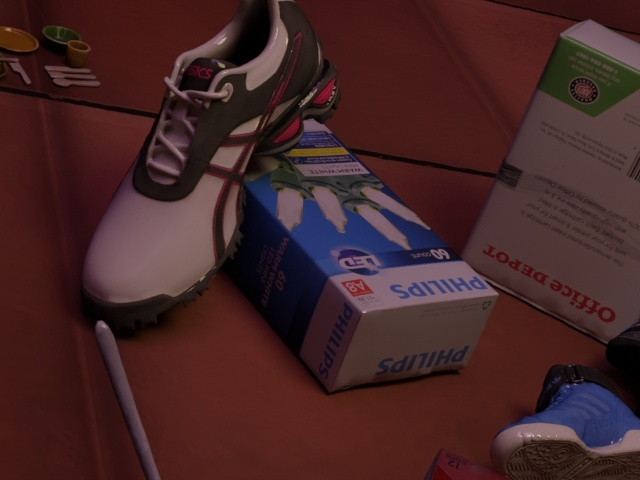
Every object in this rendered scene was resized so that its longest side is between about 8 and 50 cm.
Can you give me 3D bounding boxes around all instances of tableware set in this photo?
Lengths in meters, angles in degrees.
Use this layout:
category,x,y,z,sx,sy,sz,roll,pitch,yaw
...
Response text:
category,x,y,z,sx,sy,sz,roll,pitch,yaw
tableware set,-0.276,-0.174,1.241,0.154,0.024,0.104,-1,35,-33

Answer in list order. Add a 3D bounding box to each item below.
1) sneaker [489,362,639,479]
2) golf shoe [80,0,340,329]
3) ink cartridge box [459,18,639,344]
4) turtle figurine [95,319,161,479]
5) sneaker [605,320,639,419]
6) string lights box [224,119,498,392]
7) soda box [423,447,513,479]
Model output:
category,x,y,z,sx,sy,sz,roll,pitch,yaw
sneaker,0.164,0.127,0.973,0.152,0.058,0.084,5,38,-34
golf shoe,-0.093,-0.066,0.981,0.105,0.120,0.273,19,62,28
ink cartridge box,0.235,-0.047,1.156,0.160,0.219,0.092,29,27,13
turtle figurine,-0.110,0.188,0.478,0.274,0.266,0.198,29,29,13
sneaker,0.283,0.132,1.054,0.078,0.067,0.188,-17,44,-18
string lights box,0.000,0.000,1.066,0.133,0.077,0.260,-5,38,-38
soda box,0.164,0.222,0.777,0.263,0.092,0.083,23,28,6
